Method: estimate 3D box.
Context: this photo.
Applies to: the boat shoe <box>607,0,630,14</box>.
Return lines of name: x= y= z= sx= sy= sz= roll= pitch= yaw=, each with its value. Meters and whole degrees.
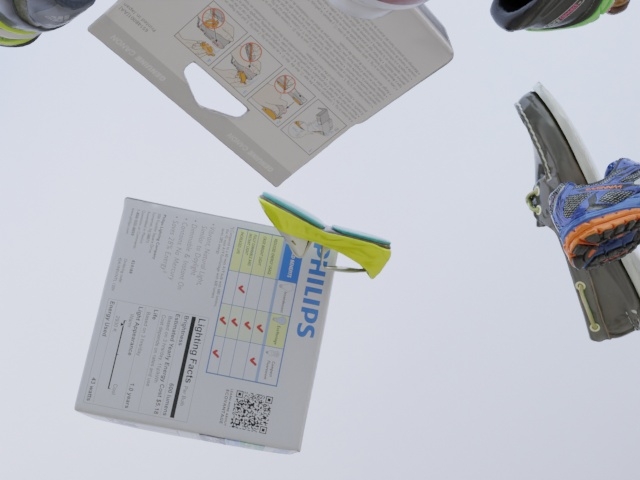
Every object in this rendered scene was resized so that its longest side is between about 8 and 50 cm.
boat shoe: x=0.433 y=-0.427 z=1.508 sx=0.073 sy=0.207 sz=0.073 roll=-14 pitch=-31 yaw=4

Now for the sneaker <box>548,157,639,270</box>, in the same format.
sneaker: x=0.319 y=-0.049 z=0.936 sx=0.221 sy=0.087 sz=0.083 roll=-17 pitch=-33 yaw=-19

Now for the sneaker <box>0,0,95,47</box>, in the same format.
sneaker: x=-0.168 y=-0.276 z=0.634 sx=0.111 sy=0.121 sz=0.300 roll=-1 pitch=-79 yaw=-47

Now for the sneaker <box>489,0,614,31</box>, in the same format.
sneaker: x=0.283 y=-0.474 z=1.239 sx=0.202 sy=0.185 sz=0.483 roll=-22 pitch=-52 yaw=-9

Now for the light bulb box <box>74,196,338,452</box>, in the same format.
light bulb box: x=-0.181 y=0.153 z=1.616 sx=0.360 sy=0.358 sz=0.225 roll=12 pitch=-14 yaw=-2

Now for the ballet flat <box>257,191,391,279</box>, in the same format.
ballet flat: x=0.000 y=0.000 z=1.486 sx=0.230 sy=0.077 sz=0.077 roll=21 pitch=-81 yaw=-14

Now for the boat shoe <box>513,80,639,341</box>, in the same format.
boat shoe: x=0.288 y=-0.031 z=1.097 sx=0.091 sy=0.305 sz=0.109 roll=-27 pitch=-4 yaw=18

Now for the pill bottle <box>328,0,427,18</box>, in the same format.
pill bottle: x=0.069 y=-0.248 z=0.726 sx=0.121 sy=0.121 sz=0.216 roll=-16 pitch=-3 yaw=-20

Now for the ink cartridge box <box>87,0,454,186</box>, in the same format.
ink cartridge box: x=-0.048 y=-0.225 z=1.017 sx=0.261 sy=0.066 sz=0.296 roll=-34 pitch=-52 yaw=22
